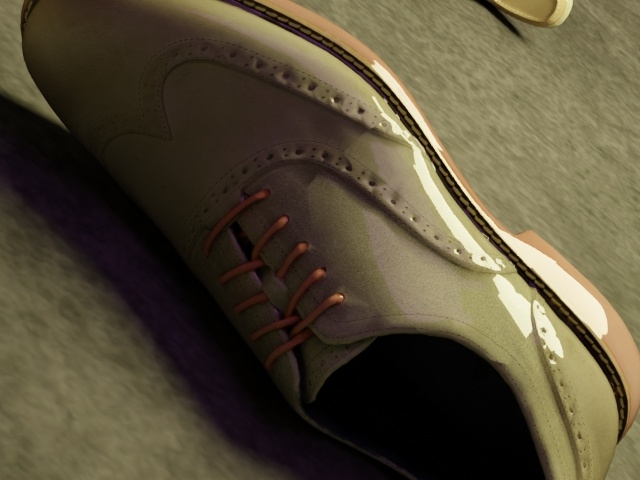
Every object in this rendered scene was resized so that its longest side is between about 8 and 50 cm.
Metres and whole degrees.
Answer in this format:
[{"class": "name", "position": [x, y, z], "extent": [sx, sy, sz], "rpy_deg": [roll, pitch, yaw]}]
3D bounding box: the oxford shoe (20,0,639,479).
[{"class": "oxford shoe", "position": [0.000, 0.000, 1.000], "extent": [0.397, 0.140, 0.146], "rpy_deg": [37, 32, -3]}]

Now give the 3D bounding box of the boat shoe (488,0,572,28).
[{"class": "boat shoe", "position": [0.139, -0.239, 1.691], "extent": [0.170, 0.063, 0.059], "rpy_deg": [38, 25, 18]}]
